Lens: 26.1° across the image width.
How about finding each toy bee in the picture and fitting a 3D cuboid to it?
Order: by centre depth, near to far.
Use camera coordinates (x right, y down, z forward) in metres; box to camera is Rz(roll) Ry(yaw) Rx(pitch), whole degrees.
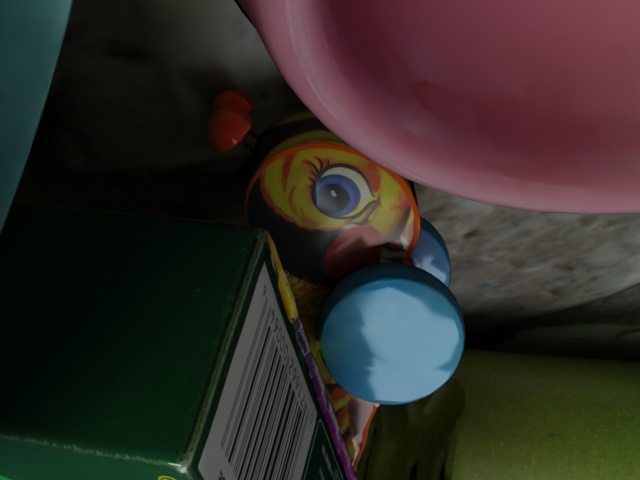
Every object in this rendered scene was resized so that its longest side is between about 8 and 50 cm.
[{"bbox_3d":[0.000,0.000,0.692,0.162,0.298,0.195,28,179,-11],"label":"toy bee"}]

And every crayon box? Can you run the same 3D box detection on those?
[{"bbox_3d":[-0.145,0.125,0.628,0.313,0.106,0.363,5,144,17],"label":"crayon box"}]

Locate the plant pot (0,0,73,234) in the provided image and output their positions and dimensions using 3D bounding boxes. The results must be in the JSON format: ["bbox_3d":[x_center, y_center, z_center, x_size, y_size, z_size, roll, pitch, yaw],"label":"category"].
[{"bbox_3d":[-0.207,-0.071,0.333,0.235,0.293,0.293,18,149,0],"label":"plant pot"}]

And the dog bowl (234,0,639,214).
[{"bbox_3d":[0.137,-0.152,0.424,0.408,0.150,0.408,-8,152,-4],"label":"dog bowl"}]

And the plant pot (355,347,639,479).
[{"bbox_3d":[0.170,0.185,0.989,0.254,0.276,0.276,14,146,-17],"label":"plant pot"}]
